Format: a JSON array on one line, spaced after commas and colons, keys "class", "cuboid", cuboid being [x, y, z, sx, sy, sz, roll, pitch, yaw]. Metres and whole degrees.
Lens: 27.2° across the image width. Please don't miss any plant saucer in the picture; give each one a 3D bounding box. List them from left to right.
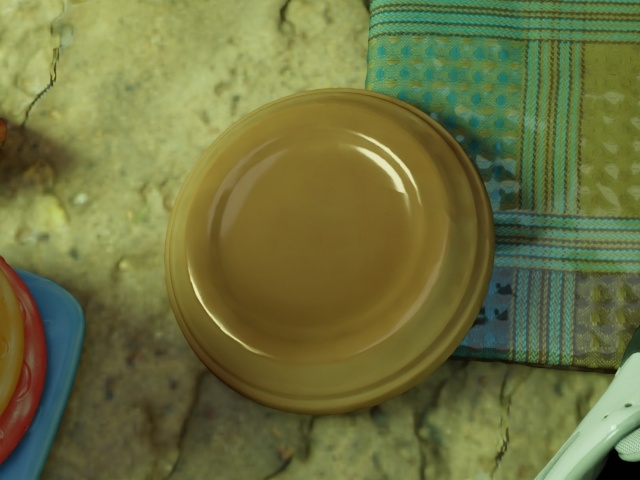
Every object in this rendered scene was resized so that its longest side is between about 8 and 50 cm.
[{"class": "plant saucer", "cuboid": [0.000, 0.000, 0.768, 0.200, 0.037, 0.200, -5, 72, 14]}]

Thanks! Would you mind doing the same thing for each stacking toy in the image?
[{"class": "stacking toy", "cuboid": [-0.232, 0.038, 0.638, 0.175, 0.302, 0.166, 14, 72, 5]}]

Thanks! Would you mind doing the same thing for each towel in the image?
[{"class": "towel", "cuboid": [0.162, -0.099, 0.828, 0.271, 0.040, 0.370, 5, 74, 2]}]

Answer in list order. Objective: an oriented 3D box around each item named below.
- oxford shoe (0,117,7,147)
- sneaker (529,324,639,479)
[{"class": "oxford shoe", "cuboid": [-0.368, -0.035, 0.778, 0.363, 0.130, 0.133, -1, 102, -6]}, {"class": "sneaker", "cuboid": [0.204, 0.094, 0.685, 0.122, 0.146, 0.330, 36, 82, 7]}]
